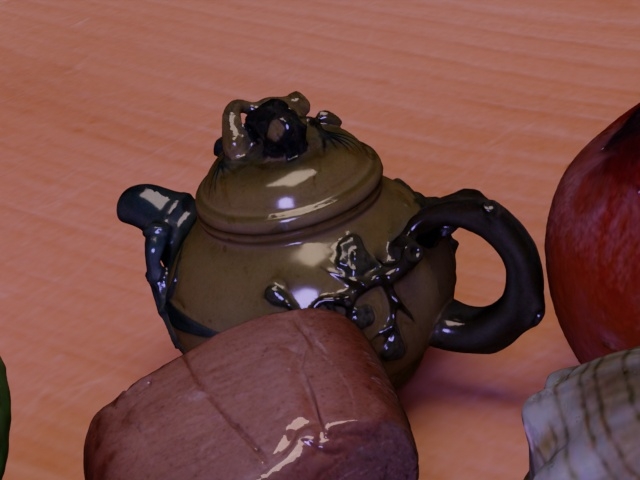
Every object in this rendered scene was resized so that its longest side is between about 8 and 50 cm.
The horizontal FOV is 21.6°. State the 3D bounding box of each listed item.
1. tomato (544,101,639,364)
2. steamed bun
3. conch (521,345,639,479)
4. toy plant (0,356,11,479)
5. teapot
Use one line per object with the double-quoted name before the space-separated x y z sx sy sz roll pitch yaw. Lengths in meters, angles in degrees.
"tomato" 0.228 0.002 0.929 0.208 0.184 0.208 -5 27 3
"steamed bun" -0.035 0.125 0.862 0.175 0.106 0.145 -25 34 -3
"conch" 0.211 0.115 0.710 0.386 0.169 0.203 -15 -6 32
"toy plant" -0.250 0.190 0.633 0.356 0.210 0.317 -21 24 -11
"teapot" 0.000 0.000 0.988 0.269 0.182 0.173 1 30 28
